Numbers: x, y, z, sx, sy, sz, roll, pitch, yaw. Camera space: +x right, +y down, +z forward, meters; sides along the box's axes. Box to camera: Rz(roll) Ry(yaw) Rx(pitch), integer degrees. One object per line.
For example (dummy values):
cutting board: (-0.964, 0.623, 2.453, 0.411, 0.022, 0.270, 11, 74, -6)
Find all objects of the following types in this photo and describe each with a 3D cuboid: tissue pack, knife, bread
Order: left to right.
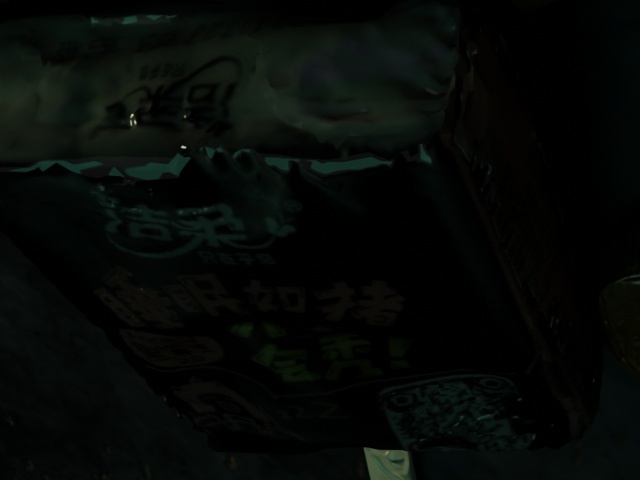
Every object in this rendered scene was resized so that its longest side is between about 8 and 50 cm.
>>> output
tissue pack: (0.000, 0.000, 0.834, 0.245, 0.123, 0.332, -1, 151, 19)
knife: (0.036, 0.101, 1.062, 0.047, 0.017, 0.298, 16, 137, 29)
bread: (0.179, 0.028, 0.866, 0.085, 0.053, 0.085, 10, 131, 12)

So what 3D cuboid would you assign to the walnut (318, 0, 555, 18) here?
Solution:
walnut: (0.038, -0.153, 0.754, 0.207, 0.116, 0.116, 9, 132, 29)
